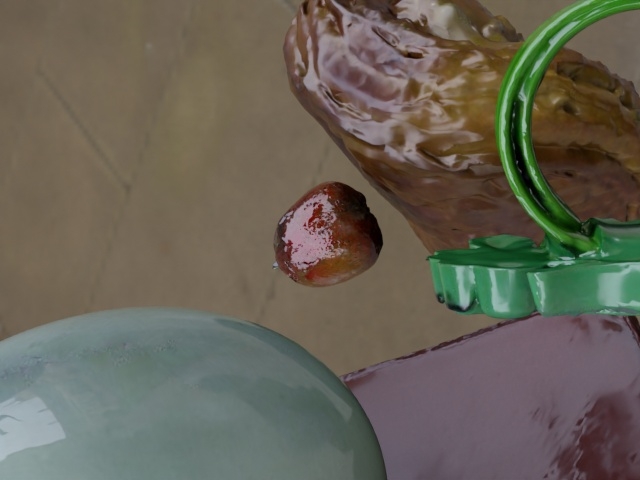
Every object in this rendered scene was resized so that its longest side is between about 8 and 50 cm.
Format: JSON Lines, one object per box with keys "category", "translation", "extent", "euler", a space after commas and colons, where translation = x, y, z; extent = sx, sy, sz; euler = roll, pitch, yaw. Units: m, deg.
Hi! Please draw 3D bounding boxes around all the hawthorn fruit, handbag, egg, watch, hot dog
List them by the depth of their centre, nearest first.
{"category": "watch", "translation": [0.132, -0.042, 0.712], "extent": [0.131, 0.165, 0.152], "euler": [-55, -36, -78]}
{"category": "egg", "translation": [-0.085, 0.121, 0.714], "extent": [0.183, 0.264, 0.182], "euler": [-9, 78, 49]}
{"category": "handbag", "translation": [0.082, 0.175, 0.797], "extent": [0.275, 0.260, 0.084], "euler": [-103, -8, -46]}
{"category": "hawthorn fruit", "translation": [0.005, -0.003, 1.064], "extent": [0.077, 0.077, 0.077], "euler": [-8, 80, 54]}
{"category": "hot dog", "translation": [0.125, -0.073, 1.143], "extent": [0.174, 0.387, 0.267], "euler": [-48, 58, -1]}
